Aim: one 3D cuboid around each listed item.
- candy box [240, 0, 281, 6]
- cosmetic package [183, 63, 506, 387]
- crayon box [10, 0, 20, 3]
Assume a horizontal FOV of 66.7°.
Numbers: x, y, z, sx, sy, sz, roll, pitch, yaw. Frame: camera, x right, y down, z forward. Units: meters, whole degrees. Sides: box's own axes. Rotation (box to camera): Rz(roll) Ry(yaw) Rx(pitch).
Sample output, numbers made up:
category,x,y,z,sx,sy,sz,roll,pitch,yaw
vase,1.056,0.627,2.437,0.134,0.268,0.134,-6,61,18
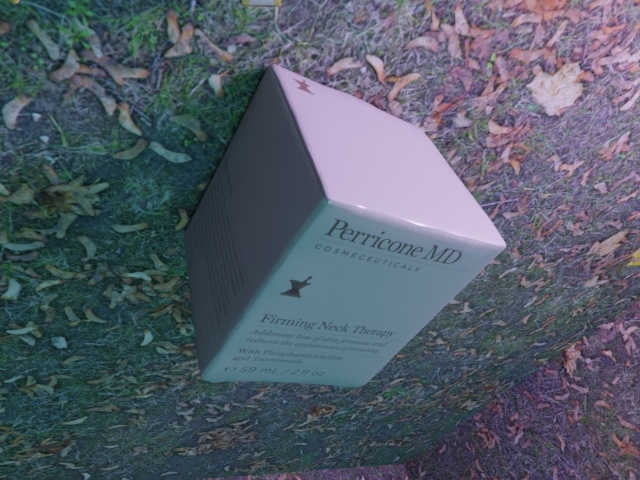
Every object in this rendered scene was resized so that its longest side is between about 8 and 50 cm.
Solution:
category,x,y,z,sx,sy,sz,roll,pitch,yaw
candy box,-0.071,-0.375,0.538,0.053,0.109,0.187,-7,139,-14
cosmetic package,0.000,0.000,0.818,0.329,0.328,0.394,12,130,-32
crayon box,-0.234,-0.431,0.346,0.362,0.106,0.313,-37,123,14
